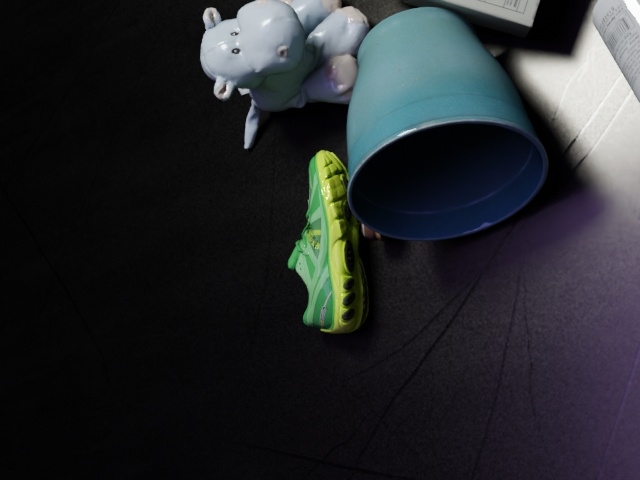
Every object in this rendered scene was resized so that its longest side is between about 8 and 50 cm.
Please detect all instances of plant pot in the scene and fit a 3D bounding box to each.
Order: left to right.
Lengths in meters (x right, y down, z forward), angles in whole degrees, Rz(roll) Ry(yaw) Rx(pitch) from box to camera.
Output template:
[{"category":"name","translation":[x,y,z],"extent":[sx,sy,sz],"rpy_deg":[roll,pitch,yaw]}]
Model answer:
[{"category":"plant pot","translation":[0.159,-0.178,1.377],"extent":[0.271,0.271,0.255],"rpy_deg":[-27,52,29]}]

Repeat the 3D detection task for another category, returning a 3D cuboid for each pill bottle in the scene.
[{"category":"pill bottle","translation":[0.454,-0.229,1.242],"extent":[0.131,0.131,0.229],"rpy_deg":[-33,64,26]}]

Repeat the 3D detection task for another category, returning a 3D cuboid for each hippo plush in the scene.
[{"category":"hippo plush","translation":[-0.090,-0.322,1.575],"extent":[0.294,0.236,0.234],"rpy_deg":[-17,72,32]}]

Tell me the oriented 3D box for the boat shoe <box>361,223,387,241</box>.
[{"category":"boat shoe","translation":[0.080,-0.099,1.514],"extent":[0.073,0.073,0.207],"rpy_deg":[2,73,18]}]

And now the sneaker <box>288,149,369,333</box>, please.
[{"category":"sneaker","translation":[0.000,0.000,1.534],"extent":[0.123,0.109,0.296],"rpy_deg":[-9,77,29]}]

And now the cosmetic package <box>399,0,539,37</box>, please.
[{"category":"cosmetic package","translation":[0.175,-0.415,1.397],"extent":[0.309,0.113,0.160],"rpy_deg":[19,95,5]}]
